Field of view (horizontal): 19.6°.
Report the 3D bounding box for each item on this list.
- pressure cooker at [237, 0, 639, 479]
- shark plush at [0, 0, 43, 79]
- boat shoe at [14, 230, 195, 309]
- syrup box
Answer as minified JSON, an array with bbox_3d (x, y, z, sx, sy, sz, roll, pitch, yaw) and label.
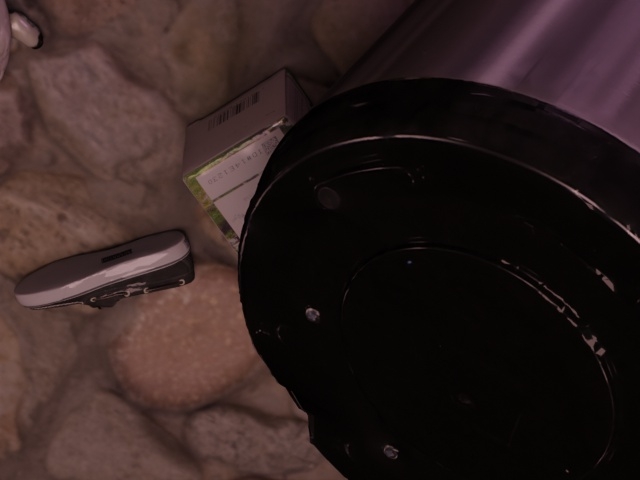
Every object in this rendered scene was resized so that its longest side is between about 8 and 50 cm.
[{"bbox_3d":[0.190,-0.040,1.221,0.370,0.420,0.375,-26,106,45],"label":"pressure cooker"},{"bbox_3d":[-0.269,-0.174,1.327,0.067,0.073,0.161,-5,126,34],"label":"shark plush"},{"bbox_3d":[-0.166,0.033,1.434,0.142,0.049,0.040,-16,116,3],"label":"boat shoe"},{"bbox_3d":[0.000,0.000,1.398,0.093,0.096,0.237,-30,114,14],"label":"syrup box"}]
